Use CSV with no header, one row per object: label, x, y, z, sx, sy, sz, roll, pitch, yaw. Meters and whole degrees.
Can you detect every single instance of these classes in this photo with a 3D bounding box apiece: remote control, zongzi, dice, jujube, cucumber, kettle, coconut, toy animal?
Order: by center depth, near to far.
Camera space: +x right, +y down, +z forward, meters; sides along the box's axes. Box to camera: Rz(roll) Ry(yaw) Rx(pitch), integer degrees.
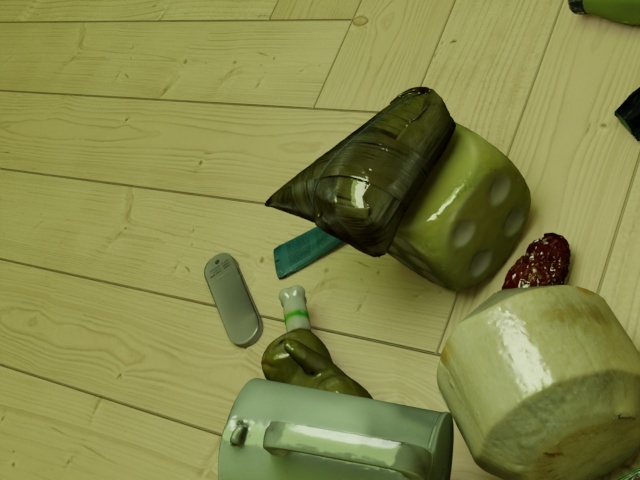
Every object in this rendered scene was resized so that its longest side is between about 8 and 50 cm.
kettle,0.025,0.309,1.437,0.318,0.265,0.205,8,41,18
coconut,0.329,0.209,1.464,0.323,0.323,0.323,-15,55,23
zongzi,0.055,-0.134,1.643,0.300,0.138,0.286,13,65,49
jujube,0.371,0.059,1.650,0.104,0.104,0.166,23,75,39
cucumber,0.619,-0.264,1.722,0.193,0.086,0.115,-38,51,14
toy animal,-0.039,0.243,1.725,0.363,0.180,0.181,49,118,38
dice,0.216,-0.064,1.731,0.227,0.238,0.233,31,82,42
remote control,-0.181,0.119,2.001,0.077,0.022,0.245,-33,49,6

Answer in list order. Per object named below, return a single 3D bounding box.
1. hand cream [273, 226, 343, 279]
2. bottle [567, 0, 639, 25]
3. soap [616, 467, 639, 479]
hand cream,0.000,0.000,1.958,0.224,0.048,0.083,-28,50,21
bottle,0.600,-0.462,1.830,0.260,0.112,0.112,10,67,36
soap,0.451,0.419,1.376,0.273,0.098,0.217,-32,50,10
